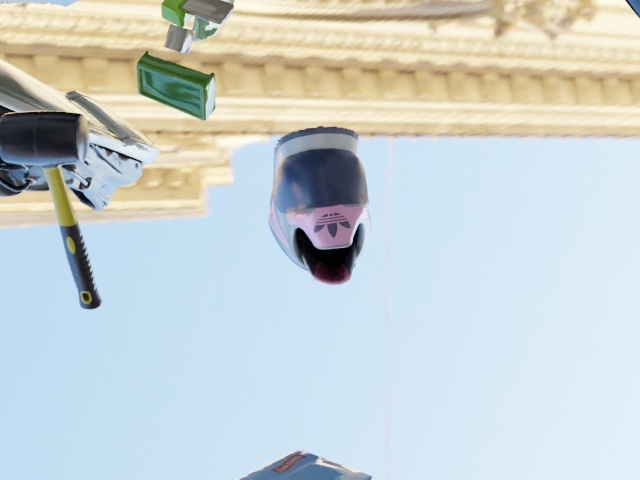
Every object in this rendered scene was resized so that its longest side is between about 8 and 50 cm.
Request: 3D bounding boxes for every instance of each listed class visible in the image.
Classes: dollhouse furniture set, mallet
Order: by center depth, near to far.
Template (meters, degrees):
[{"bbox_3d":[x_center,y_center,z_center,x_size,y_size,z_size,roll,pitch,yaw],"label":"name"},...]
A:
[{"bbox_3d":[-0.182,-0.020,1.057,0.039,0.062,0.189,-81,-19,-47],"label":"mallet"},{"bbox_3d":[-0.079,-0.163,1.073,0.076,0.059,0.151,96,-161,-49],"label":"dollhouse furniture set"}]

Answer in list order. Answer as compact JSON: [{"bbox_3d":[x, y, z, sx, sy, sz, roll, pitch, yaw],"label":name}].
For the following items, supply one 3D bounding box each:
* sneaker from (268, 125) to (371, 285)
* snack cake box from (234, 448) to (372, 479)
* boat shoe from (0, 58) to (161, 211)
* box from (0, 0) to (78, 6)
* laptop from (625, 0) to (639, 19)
[{"bbox_3d":[0.000,0.000,1.489,0.112,0.319,0.131,-8,-111,2],"label":"sneaker"},{"bbox_3d":[-0.064,0.296,1.217,0.264,0.089,0.152,-17,-62,-55],"label":"snack cake box"},{"bbox_3d":[-0.272,-0.091,1.323,0.113,0.127,0.340,-54,-15,7],"label":"boat shoe"},{"bbox_3d":[-0.133,-0.370,1.250,0.396,0.293,0.211,-20,-83,9],"label":"box"},{"bbox_3d":[0.359,-0.242,0.829,0.408,0.382,0.236,2,-108,-15],"label":"laptop"}]
